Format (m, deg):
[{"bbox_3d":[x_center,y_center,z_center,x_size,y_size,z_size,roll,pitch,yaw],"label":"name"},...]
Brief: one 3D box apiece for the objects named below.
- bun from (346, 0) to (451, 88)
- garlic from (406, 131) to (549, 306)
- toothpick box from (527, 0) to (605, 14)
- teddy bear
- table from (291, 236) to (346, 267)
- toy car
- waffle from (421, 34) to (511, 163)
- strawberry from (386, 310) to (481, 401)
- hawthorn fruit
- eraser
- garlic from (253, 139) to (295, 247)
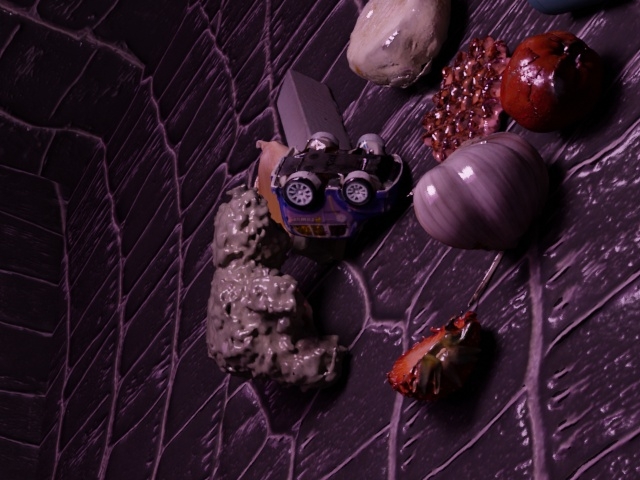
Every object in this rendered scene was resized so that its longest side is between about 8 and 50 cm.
[{"bbox_3d":[0.160,-0.387,2.169,0.239,0.141,0.239,-45,28,32],"label":"bun"},{"bbox_3d":[0.219,-0.045,1.734,0.207,0.207,0.257,-101,17,-51],"label":"garlic"},{"bbox_3d":[0.396,-0.408,1.732,0.184,0.120,0.120,4,74,61],"label":"toothpick box"},{"bbox_3d":[-0.108,0.081,2.129,0.357,0.224,0.367,-177,88,-66],"label":"teddy bear"},{"bbox_3d":[0.000,0.000,2.232,0.062,0.083,0.079,-25,47,55],"label":"table"},{"bbox_3d":[0.035,-0.089,2.116,0.172,0.235,0.158,-68,-24,-53],"label":"toy car"},{"bbox_3d":[0.254,-0.232,1.953,0.234,0.055,0.221,-64,26,20],"label":"waffle"},{"bbox_3d":[0.183,0.180,1.736,0.167,0.087,0.208,-47,-1,-1],"label":"strawberry"},{"bbox_3d":[0.330,-0.223,1.689,0.172,0.148,0.148,123,156,-50],"label":"hawthorn fruit"},{"bbox_3d":[-0.014,-0.233,2.425,0.077,0.111,0.352,-57,27,26],"label":"eraser"},{"bbox_3d":[-0.074,-0.096,2.425,0.217,0.110,0.228,12,103,60],"label":"garlic"}]
